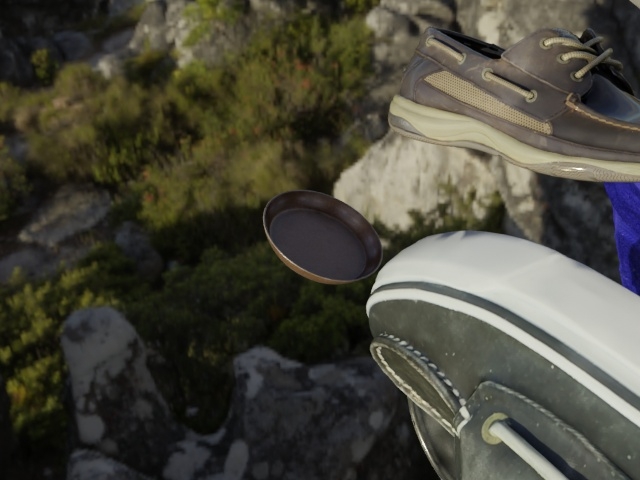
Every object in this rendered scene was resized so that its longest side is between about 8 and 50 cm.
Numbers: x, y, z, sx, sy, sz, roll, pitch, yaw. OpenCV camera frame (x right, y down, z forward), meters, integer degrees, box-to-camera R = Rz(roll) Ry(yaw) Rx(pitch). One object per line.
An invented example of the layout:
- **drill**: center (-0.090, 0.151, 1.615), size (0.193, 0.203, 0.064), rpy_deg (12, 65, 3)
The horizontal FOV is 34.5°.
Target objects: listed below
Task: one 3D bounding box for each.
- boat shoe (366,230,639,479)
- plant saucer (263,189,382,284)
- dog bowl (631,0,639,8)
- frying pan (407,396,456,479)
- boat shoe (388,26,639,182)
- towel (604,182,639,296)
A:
- **boat shoe**: center (0.097, 0.094, 0.357), size (0.119, 0.121, 0.335), rpy_deg (-44, 32, -9)
- **plant saucer**: center (0.000, 0.000, 1.361), size (0.168, 0.029, 0.168), rpy_deg (16, 41, -14)
- **dog bowl**: center (0.197, -0.182, 0.208), size (0.348, 0.349, 0.102), rpy_deg (9, 5, 12)
- **frying pan**: center (0.186, 0.161, 0.895), size (0.053, 0.197, 0.326), rpy_deg (-17, 6, -32)
- **boat shoe**: center (0.213, -0.135, 0.963), size (0.355, 0.130, 0.132), rpy_deg (17, 17, 37)
- **towel**: center (0.383, 0.019, 1.124), size (0.076, 0.308, 0.228), rpy_deg (-27, 44, 4)
